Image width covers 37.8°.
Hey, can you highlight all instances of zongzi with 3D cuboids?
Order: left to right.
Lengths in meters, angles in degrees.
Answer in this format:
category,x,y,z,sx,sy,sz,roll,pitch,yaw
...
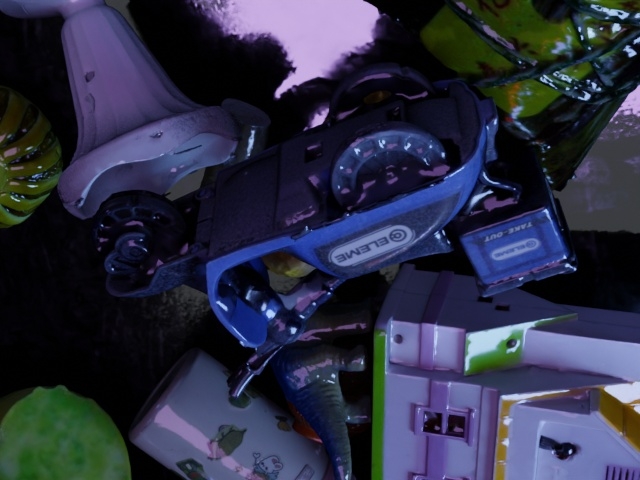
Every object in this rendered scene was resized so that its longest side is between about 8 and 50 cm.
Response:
category,x,y,z,sx,sy,sz,roll,pitch,yaw
zongzi,0.125,-0.250,0.663,0.362,0.319,0.383,28,133,-5

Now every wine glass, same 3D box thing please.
category,x,y,z,sx,sy,sz,roll,pitch,yaw
wine glass,-0.174,-0.133,0.778,0.165,0.165,0.196,-28,88,20

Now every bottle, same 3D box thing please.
category,x,y,z,sx,sy,sz,roll,pitch,yaw
bottle,-0.064,0.226,0.956,0.253,0.120,0.120,39,114,-8

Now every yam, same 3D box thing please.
category,x,y,z,sx,sy,sz,roll,pitch,yaw
yam,-0.083,-0.062,0.869,0.054,0.054,0.132,17,114,2

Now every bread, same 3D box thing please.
category,x,y,z,sx,sy,sz,roll,pitch,yaw
bread,-0.315,-0.078,0.893,0.130,0.071,0.139,33,115,-10

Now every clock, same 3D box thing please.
category,x,y,z,sx,sy,sz,roll,pitch,yaw
clock,0.211,0.164,0.857,0.310,0.166,0.235,7,115,15

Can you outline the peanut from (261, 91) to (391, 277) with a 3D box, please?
category,x,y,z,sx,sy,sz,roll,pitch,yaw
peanut,0.013,-0.049,0.839,0.087,0.087,0.206,35,116,-6

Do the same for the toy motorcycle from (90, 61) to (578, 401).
category,x,y,z,sx,sy,sz,roll,pitch,yaw
toy motorcycle,0.000,0.000,0.737,0.359,0.125,0.212,-19,130,18

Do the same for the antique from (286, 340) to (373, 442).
category,x,y,z,sx,sy,sz,roll,pitch,yaw
antique,0.014,0.147,0.918,0.104,0.104,0.104,4,114,8

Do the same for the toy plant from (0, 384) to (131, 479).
category,x,y,z,sx,sy,sz,roll,pitch,yaw
toy plant,-0.357,0.290,1.029,0.316,0.184,0.224,-29,101,37

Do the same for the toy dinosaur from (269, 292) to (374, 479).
category,x,y,z,sx,sy,sz,roll,pitch,yaw
toy dinosaur,-0.043,0.115,0.860,0.188,0.247,0.075,-4,154,11
